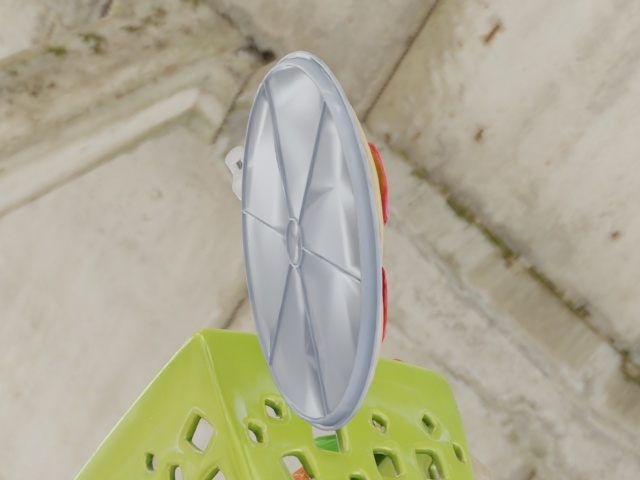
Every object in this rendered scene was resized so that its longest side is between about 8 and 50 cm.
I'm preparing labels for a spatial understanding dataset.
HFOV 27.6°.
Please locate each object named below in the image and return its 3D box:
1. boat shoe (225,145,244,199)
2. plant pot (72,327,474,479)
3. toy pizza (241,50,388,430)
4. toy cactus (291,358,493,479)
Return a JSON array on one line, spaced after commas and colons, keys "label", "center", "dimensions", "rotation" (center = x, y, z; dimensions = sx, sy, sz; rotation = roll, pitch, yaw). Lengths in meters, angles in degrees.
[{"label": "boat shoe", "center": [-0.077, -0.066, 1.419], "dimensions": [0.035, 0.100, 0.035], "rotation": [-39, -56, 6]}, {"label": "plant pot", "center": [-0.023, 0.218, 0.870], "dimensions": [0.227, 0.228, 0.207], "rotation": [-50, -138, 30]}, {"label": "toy pizza", "center": [0.000, 0.000, 0.695], "dimensions": [0.201, 0.032, 0.201], "rotation": [175, -90, -70]}, {"label": "toy cactus", "center": [0.065, 0.186, 1.177], "dimensions": [0.180, 0.112, 0.219], "rotation": [26, -45, 11]}]
